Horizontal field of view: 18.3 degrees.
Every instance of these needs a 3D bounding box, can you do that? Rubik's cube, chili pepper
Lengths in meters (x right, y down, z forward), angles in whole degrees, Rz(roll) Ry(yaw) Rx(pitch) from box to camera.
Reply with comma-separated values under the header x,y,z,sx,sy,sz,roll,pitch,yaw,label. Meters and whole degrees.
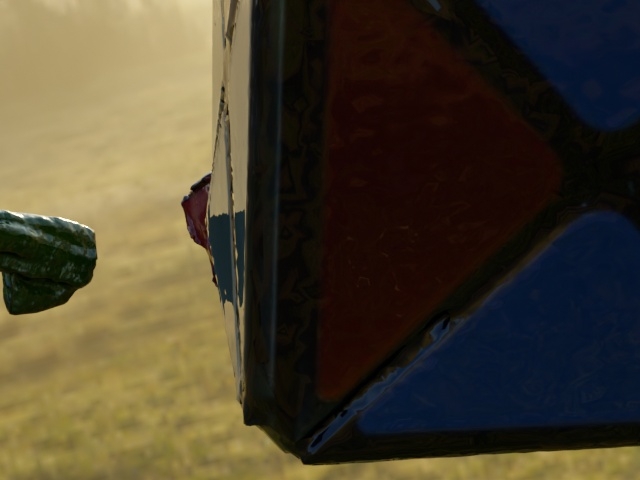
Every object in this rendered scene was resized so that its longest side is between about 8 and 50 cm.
x,y,z,sx,sy,sz,roll,pitch,yaw,label
0.079,-0.073,0.828,0.248,0.246,0.250,0,23,-8,Rubik's cube
-0.304,0.014,1.717,0.253,0.099,0.083,1,41,-43,chili pepper

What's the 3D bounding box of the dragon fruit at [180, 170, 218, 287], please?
x,y,z,sx,sy,sz,roll,pitch,yaw,label
0.000,0.000,1.694,0.261,0.189,0.163,-22,6,31,dragon fruit
